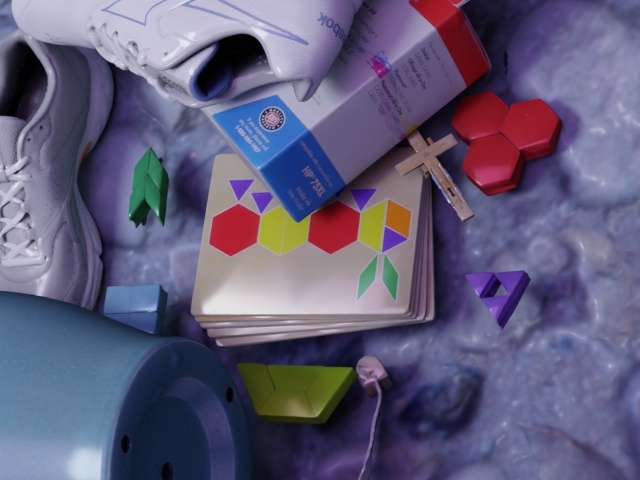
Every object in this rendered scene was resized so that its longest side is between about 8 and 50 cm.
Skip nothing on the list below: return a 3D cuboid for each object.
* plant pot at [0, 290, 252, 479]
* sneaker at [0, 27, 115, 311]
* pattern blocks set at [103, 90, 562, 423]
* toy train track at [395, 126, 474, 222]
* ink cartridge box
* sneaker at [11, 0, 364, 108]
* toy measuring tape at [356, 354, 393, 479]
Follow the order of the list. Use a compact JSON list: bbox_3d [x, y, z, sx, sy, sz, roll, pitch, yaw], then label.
[{"bbox_3d":[-0.198,0.159,1.321,0.255,0.272,0.271,-2,76,29],"label":"plant pot"},{"bbox_3d":[-0.233,-0.042,1.484,0.099,0.121,0.262,-4,76,22],"label":"sneaker"},{"bbox_3d":[0.000,0.000,1.410,0.325,0.026,0.285,7,67,22],"label":"pattern blocks set"},{"bbox_3d":[0.086,-0.046,1.380,0.048,0.014,0.083,-30,65,-5],"label":"toy train track"},{"bbox_3d":[0.027,-0.139,1.398,0.231,0.078,0.134,-38,50,-2],"label":"ink cartridge box"},{"bbox_3d":[-0.108,-0.162,1.364,0.297,0.111,0.129,2,61,33],"label":"sneaker"},{"bbox_3d":[-0.034,0.235,1.349,0.121,0.121,0.330,5,71,23],"label":"toy measuring tape"}]
